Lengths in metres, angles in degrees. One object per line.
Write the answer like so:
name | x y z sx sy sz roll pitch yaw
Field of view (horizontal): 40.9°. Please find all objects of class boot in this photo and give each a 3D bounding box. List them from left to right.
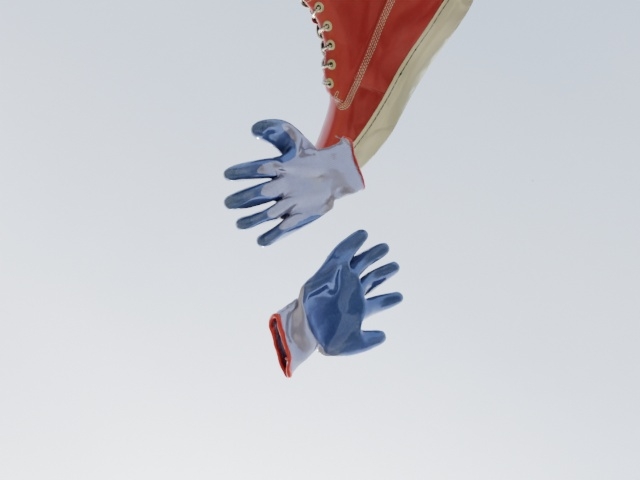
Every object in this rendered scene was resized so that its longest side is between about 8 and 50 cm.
boot | 0.006 -0.177 0.792 0.176 0.088 0.244 25 -72 -17

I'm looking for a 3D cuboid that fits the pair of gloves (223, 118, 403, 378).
pair of gloves | 0.000 0.000 0.652 0.023 0.159 0.198 -9 -79 39
